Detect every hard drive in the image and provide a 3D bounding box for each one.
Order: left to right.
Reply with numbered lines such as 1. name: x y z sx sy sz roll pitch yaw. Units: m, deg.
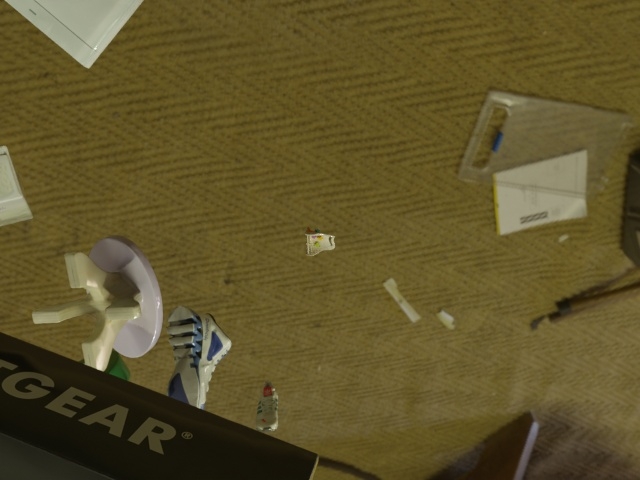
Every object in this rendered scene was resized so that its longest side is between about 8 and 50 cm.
1. hard drive: -0.383 -0.510 1.043 0.233 0.047 0.353 40 94 -5

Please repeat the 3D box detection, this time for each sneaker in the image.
1. sneaker: -0.332 0.344 1.745 0.127 0.315 0.182 -7 171 33
2. sneaker: -0.133 0.406 1.509 0.057 0.161 0.075 -4 103 0

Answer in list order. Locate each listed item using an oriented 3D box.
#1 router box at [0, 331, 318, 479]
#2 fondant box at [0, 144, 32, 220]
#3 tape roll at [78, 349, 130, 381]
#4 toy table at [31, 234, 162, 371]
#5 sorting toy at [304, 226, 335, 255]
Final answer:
1. router box: -0.182 0.192 0.363 0.309 0.081 0.242 18 106 8
2. fondant box: -0.657 -0.068 1.086 0.238 0.330 0.096 -18 92 -23
3. tape roll: -0.732 0.457 1.833 0.321 0.321 0.077 -22 108 10
4. toy table: -0.451 0.138 1.289 0.252 0.161 0.274 -16 97 20
5. sorting toy: 0.000 0.000 1.585 0.075 0.045 0.083 7 139 7
